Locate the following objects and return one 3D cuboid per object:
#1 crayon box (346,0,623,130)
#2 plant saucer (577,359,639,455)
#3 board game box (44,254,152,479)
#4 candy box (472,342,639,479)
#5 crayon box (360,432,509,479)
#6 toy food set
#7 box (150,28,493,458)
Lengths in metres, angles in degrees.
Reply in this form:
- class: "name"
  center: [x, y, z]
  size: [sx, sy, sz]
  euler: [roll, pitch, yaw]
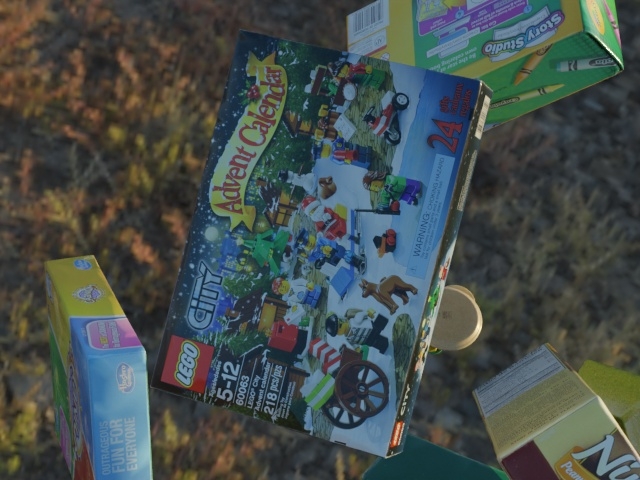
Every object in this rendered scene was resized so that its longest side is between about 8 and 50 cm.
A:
- class: "crayon box"
  center: [0.159, -0.202, 1.454]
  size: [0.081, 0.278, 0.165]
  euler: [35, 44, -43]
- class: "plant saucer"
  center: [0.323, 0.231, 1.501]
  size: [0.045, 0.188, 0.188]
  euler: [-18, 7, -13]
- class: "board game box"
  center: [-0.261, 0.182, 1.670]
  size: [0.064, 0.242, 0.316]
  euler: [-6, 20, -17]
- class: "candy box"
  center: [0.205, 0.191, 1.091]
  size: [0.183, 0.087, 0.316]
  euler: [58, 3, 0]
- class: "crayon box"
  center: [0.213, 0.440, 1.716]
  size: [0.313, 0.363, 0.106]
  euler: [18, 42, 30]
- class: "toy food set"
  center: [0.140, 0.088, 1.610]
  size: [0.083, 0.020, 0.083]
  euler: [-11, 62, -12]
- class: "box"
  center: [0.000, 0.000, 0.885]
  size: [0.159, 0.233, 0.044]
  euler: [14, 1, 16]
